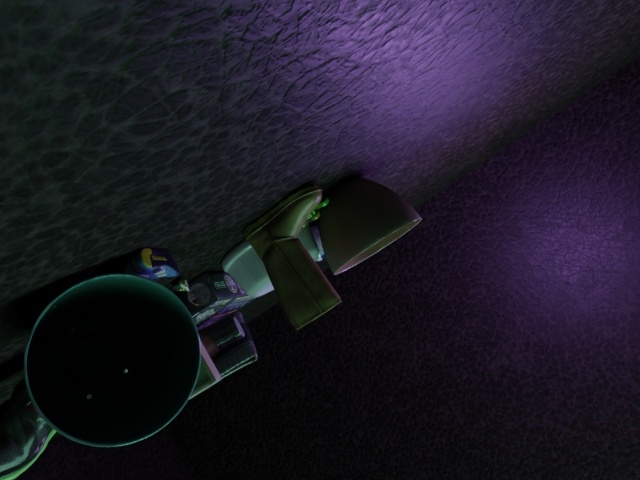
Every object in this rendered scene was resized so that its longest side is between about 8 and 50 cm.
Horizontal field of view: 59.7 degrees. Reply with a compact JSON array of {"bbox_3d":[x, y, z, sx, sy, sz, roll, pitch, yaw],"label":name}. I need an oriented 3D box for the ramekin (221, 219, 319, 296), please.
[{"bbox_3d":[-0.127,0.050,1.539,0.273,0.127,0.273,-31,172,-5],"label":"ramekin"}]

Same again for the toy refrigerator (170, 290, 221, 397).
[{"bbox_3d":[-0.367,0.266,1.424,0.102,0.269,0.094,-30,171,-6],"label":"toy refrigerator"}]

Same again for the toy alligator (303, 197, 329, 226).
[{"bbox_3d":[-0.066,-0.061,1.396,0.189,0.056,0.051,-31,-148,1],"label":"toy alligator"}]

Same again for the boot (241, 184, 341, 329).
[{"bbox_3d":[-0.031,0.037,1.313,0.236,0.269,0.089,-34,174,20],"label":"boot"}]

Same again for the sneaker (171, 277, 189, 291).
[{"bbox_3d":[-0.359,0.115,1.428,0.035,0.031,0.083,-17,166,-6],"label":"sneaker"}]

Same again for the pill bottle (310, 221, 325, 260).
[{"bbox_3d":[0.000,0.000,1.767,0.186,0.112,0.112,-32,172,-1],"label":"pill bottle"}]

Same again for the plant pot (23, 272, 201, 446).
[{"bbox_3d":[-0.405,0.223,1.051,0.293,0.293,0.235,-26,-177,-35],"label":"plant pot"}]

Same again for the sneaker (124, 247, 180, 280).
[{"bbox_3d":[-0.326,0.051,1.086,0.059,0.053,0.144,-34,163,8],"label":"sneaker"}]

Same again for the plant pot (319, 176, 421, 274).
[{"bbox_3d":[0.106,-0.060,1.530,0.284,0.191,0.284,-32,172,-5],"label":"plant pot"}]

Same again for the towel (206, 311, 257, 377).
[{"bbox_3d":[-0.358,0.377,1.742,0.324,0.056,0.312,-30,-156,-7],"label":"towel"}]

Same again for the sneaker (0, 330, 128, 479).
[{"bbox_3d":[-0.634,0.347,1.253,0.483,0.185,0.202,-39,138,-41],"label":"sneaker"}]

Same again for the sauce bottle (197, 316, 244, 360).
[{"bbox_3d":[-0.392,0.336,1.655,0.344,0.111,0.111,-30,172,-4],"label":"sauce bottle"}]

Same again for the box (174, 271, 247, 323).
[{"bbox_3d":[-0.374,0.213,1.702,0.318,0.097,0.395,-31,172,11],"label":"box"}]
